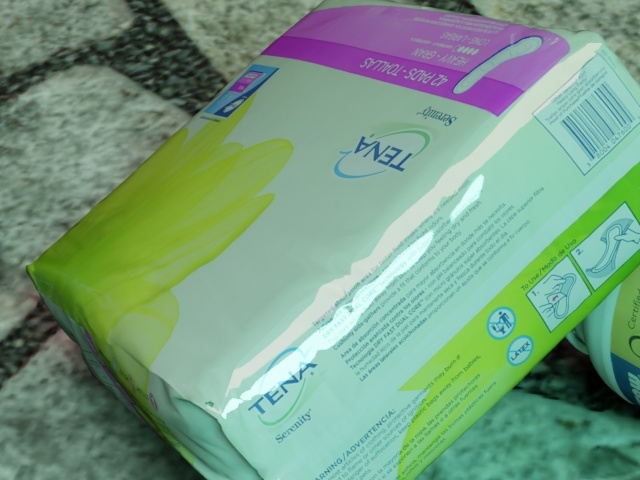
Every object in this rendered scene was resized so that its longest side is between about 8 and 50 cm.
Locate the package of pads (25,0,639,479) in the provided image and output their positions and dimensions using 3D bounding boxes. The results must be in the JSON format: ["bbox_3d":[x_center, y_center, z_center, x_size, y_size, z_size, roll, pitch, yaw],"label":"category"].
[{"bbox_3d":[0.000,0.000,0.867,0.229,0.101,0.296,-43,22,-10],"label":"package of pads"}]

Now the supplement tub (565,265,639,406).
[{"bbox_3d":[0.209,0.031,0.865,0.144,0.144,0.199,-36,46,-27],"label":"supplement tub"}]
